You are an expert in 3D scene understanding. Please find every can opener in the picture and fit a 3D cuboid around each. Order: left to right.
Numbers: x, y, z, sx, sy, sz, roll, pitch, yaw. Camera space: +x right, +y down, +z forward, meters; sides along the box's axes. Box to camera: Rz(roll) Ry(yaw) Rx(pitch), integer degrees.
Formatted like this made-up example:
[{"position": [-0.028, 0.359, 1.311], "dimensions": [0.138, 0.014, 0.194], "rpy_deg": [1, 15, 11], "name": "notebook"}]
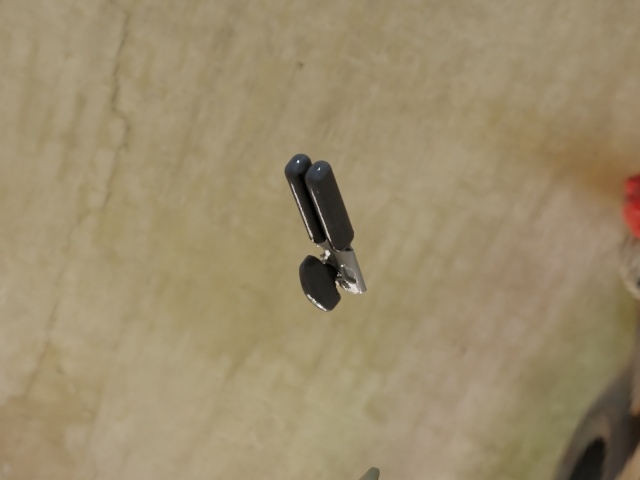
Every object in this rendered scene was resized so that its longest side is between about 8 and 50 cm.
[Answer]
[{"position": [0.000, 0.000, 1.951], "dimensions": [0.095, 0.076, 0.283], "rpy_deg": [-52, -36, -26], "name": "can opener"}]

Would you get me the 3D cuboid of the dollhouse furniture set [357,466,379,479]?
[{"position": [0.029, 0.348, 1.220], "dimensions": [0.135, 0.262, 0.259], "rpy_deg": [-60, 2, 33], "name": "dollhouse furniture set"}]
